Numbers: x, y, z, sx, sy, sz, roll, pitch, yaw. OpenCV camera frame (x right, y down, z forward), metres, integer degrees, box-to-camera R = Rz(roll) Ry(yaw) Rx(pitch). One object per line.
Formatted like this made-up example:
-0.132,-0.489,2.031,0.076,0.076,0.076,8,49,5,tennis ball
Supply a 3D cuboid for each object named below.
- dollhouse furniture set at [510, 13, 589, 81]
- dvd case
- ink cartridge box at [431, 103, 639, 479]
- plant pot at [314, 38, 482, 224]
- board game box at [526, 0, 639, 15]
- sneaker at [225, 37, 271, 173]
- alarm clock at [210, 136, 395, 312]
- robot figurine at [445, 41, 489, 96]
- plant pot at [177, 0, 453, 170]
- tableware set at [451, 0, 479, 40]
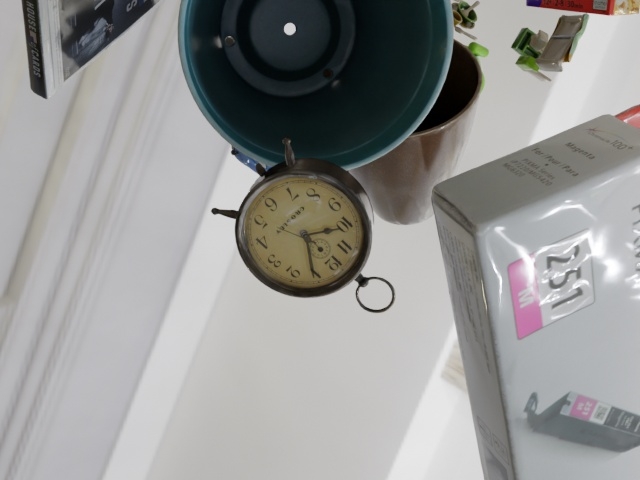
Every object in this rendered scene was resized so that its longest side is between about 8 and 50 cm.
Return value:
0.313,-0.250,1.130,0.076,0.059,0.152,-61,-160,2,dollhouse furniture set
-0.255,-0.297,0.998,0.030,0.238,0.179,31,-35,9,dvd case
0.206,0.047,0.555,0.239,0.275,0.060,-23,-147,-11,ink cartridge box
0.113,-0.134,1.185,0.216,0.230,0.215,-5,-131,6,plant pot
0.290,-0.349,0.930,0.147,0.045,0.193,-144,-132,-60,board game box
-0.095,-0.174,1.327,0.147,0.330,0.129,4,-126,29,sneaker
0.000,0.000,0.826,0.129,0.192,0.064,-41,-171,20,alarm clock
0.202,-0.242,1.243,0.101,0.067,0.115,-43,-157,28,robot figurine
-0.019,-0.233,0.952,0.271,0.272,0.255,-63,-165,11,plant pot
0.187,-0.368,1.252,0.024,0.104,0.154,-38,-132,43,tableware set
